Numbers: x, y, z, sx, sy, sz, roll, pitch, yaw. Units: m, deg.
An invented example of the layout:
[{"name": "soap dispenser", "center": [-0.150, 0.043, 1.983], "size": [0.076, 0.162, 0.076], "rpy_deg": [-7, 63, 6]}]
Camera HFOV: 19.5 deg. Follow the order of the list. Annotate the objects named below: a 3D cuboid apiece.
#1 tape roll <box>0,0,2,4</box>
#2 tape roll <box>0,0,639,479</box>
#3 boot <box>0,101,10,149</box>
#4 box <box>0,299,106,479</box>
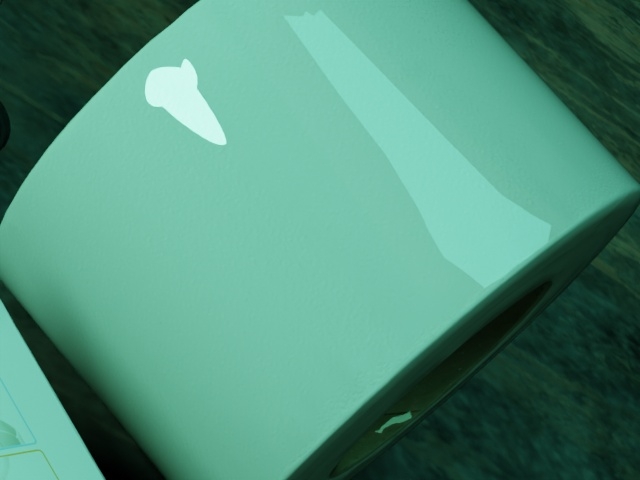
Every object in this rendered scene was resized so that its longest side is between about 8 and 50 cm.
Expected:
[{"name": "tape roll", "center": [-0.250, -0.148, 0.855], "size": [0.219, 0.072, 0.219], "rpy_deg": [21, 25, -10]}, {"name": "tape roll", "center": [0.000, 0.000, 0.837], "size": [0.169, 0.246, 0.246], "rpy_deg": [49, 32, 12]}, {"name": "boot", "center": [-0.216, -0.066, 0.870], "size": [0.121, 0.045, 0.099], "rpy_deg": [37, 29, 5]}, {"name": "box", "center": [-0.154, 0.101, 0.668], "size": [0.103, 0.114, 0.203], "rpy_deg": [-5, 54, -49]}]
